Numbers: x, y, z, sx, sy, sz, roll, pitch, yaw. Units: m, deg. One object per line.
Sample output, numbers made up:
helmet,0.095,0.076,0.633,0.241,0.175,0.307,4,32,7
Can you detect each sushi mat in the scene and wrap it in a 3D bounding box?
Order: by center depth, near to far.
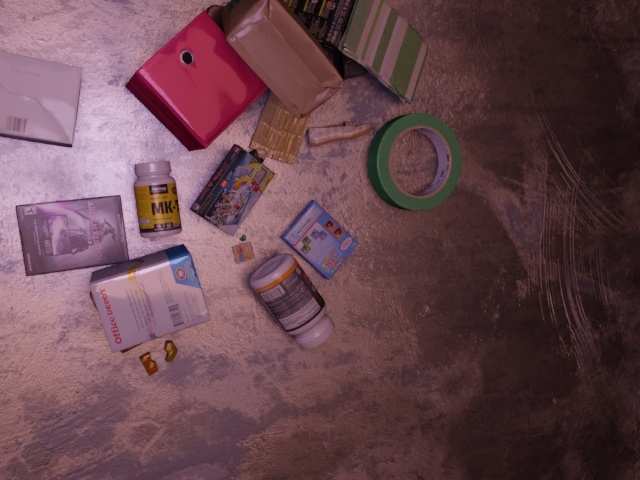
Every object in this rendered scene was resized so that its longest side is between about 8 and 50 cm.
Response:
sushi mat,-0.100,-0.404,1.976,0.151,0.019,0.316,21,87,-21

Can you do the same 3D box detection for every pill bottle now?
pill bottle,-0.465,-0.118,1.808,0.119,0.119,0.208,-9,99,-20
pill bottle,-0.082,0.190,1.966,0.162,0.162,0.278,-38,108,-14

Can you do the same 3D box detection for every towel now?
towel,0.210,-0.611,2.013,0.325,0.038,0.248,30,71,-32

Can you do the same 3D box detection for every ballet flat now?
ballet flat,-0.225,-0.628,1.892,0.250,0.058,0.084,16,97,-26
ballet flat,-0.228,-0.215,1.924,0.173,0.049,0.057,-42,110,-8

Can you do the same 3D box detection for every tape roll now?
tape roll,0.316,-0.260,2.123,0.321,0.077,0.321,-2,97,-21

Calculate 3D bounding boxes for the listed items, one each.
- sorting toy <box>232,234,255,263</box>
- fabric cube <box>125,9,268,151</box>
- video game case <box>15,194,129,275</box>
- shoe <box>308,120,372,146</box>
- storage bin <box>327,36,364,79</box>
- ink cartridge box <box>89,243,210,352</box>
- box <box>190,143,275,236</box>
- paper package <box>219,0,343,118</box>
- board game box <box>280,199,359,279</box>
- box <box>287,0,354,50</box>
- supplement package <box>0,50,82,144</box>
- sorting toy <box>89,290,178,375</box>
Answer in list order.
sorting toy,-0.240,0.026,1.967,0.062,0.012,0.083,-17,102,-19
fabric cube,-0.343,-0.424,1.751,0.254,0.259,0.258,-46,109,-12
video game case,-0.689,-0.016,1.782,0.274,0.026,0.196,-8,98,-20
shoe,0.063,-0.348,2.015,0.219,0.076,0.058,-16,106,-17
storage bin,0.088,-0.570,1.999,0.091,0.098,0.135,-12,100,-30
ink cartridge box,-0.469,0.151,1.747,0.270,0.197,0.198,-17,103,-15
box,-0.257,-0.147,1.883,0.159,0.044,0.233,36,87,-45
paper package,-0.113,-0.535,1.737,0.168,0.325,0.309,-38,121,13
board game box,0.000,0.000,2.044,0.211,0.039,0.160,43,80,-19
box,-0.008,-0.695,1.931,0.184,0.045,0.191,19,88,8
supplement package,-0.768,-0.364,1.651,0.262,0.145,0.204,7,92,-21
sorting toy,-0.503,0.232,1.869,0.229,0.041,0.307,-28,104,-17
